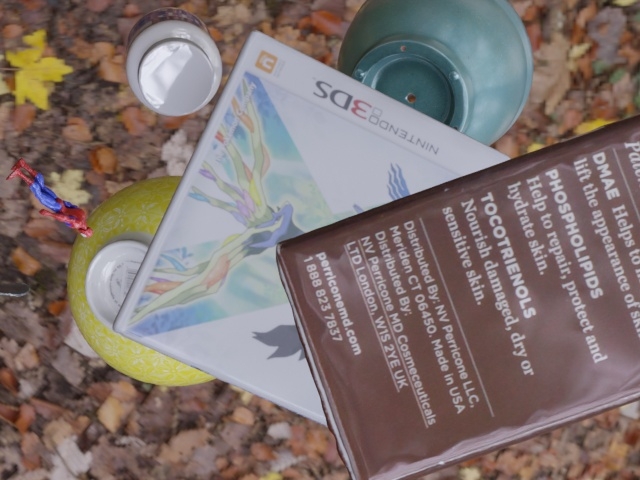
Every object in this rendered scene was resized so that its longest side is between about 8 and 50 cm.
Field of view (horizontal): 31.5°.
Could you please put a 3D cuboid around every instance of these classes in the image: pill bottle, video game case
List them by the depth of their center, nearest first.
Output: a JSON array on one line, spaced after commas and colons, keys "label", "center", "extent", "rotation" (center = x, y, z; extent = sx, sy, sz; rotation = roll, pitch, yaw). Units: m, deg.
[{"label": "video game case", "center": [0.000, 0.000, 1.121], "extent": [0.300, 0.036, 0.329], "rotation": [25, 78, -9]}, {"label": "pill bottle", "center": [-0.173, -0.207, 1.335], "extent": [0.112, 0.186, 0.112], "rotation": [-3, 110, -9]}]

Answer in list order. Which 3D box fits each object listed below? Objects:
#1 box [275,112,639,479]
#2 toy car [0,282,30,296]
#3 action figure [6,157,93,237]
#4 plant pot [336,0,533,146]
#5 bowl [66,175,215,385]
[{"label": "box", "center": [0.176, 0.002, 0.628], "extent": [0.381, 0.191, 0.143], "rotation": [-18, 88, 1]}, {"label": "toy car", "center": [-0.331, 0.076, 0.922], "extent": [0.188, 0.155, 0.149], "rotation": [-7, 128, 14]}, {"label": "action figure", "center": [-0.299, -0.042, 1.267], "extent": [0.030, 0.038, 0.115], "rotation": [-42, 113, 17]}, {"label": "plant pot", "center": [0.148, -0.228, 1.642], "extent": [0.196, 0.293, 0.293], "rotation": [-53, 128, -60]}, {"label": "bowl", "center": [-0.217, 0.055, 1.472], "extent": [0.156, 0.289, 0.289], "rotation": [-1, 100, -74]}]
